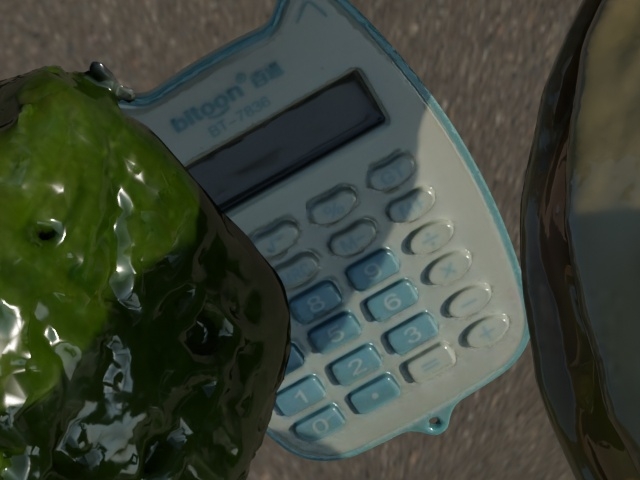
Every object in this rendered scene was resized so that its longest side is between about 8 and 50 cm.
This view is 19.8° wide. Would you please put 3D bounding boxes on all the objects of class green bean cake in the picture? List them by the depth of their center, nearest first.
[{"bbox_3d":[-0.148,0.065,0.989,0.250,0.156,0.247,47,56,-32],"label":"green bean cake"}]

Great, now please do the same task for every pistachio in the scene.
[{"bbox_3d":[0.275,-0.014,0.930,0.365,0.281,0.445,32,63,-14],"label":"pistachio"}]

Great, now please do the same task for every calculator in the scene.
[{"bbox_3d":[0.000,0.000,1.366,0.256,0.054,0.386,-30,113,5],"label":"calculator"}]
